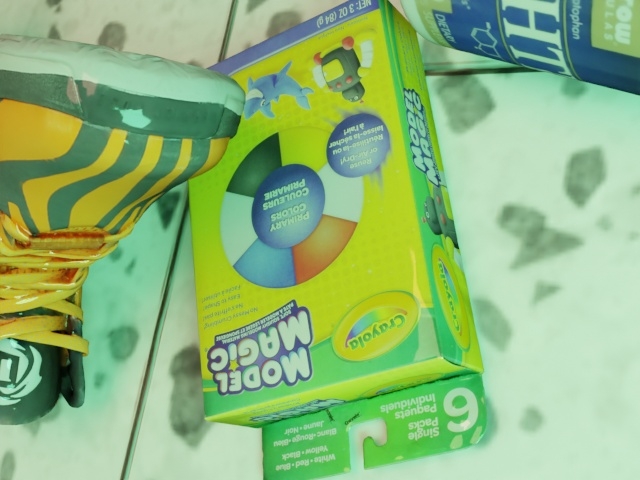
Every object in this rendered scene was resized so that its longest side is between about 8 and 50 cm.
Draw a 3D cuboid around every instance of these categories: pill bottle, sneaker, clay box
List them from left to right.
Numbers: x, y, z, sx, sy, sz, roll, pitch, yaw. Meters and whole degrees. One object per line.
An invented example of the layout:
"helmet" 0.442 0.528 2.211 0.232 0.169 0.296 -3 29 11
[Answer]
"sneaker" -0.133 0.009 0.450 0.321 0.124 0.180 -2 81 63
"clay box" 0.000 0.000 0.441 0.127 0.053 0.222 -20 64 25
"pill bottle" 0.135 -0.117 0.366 0.186 0.112 0.112 23 86 34
